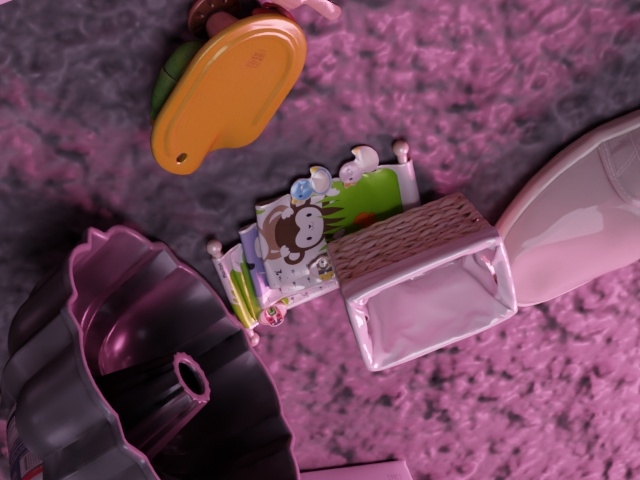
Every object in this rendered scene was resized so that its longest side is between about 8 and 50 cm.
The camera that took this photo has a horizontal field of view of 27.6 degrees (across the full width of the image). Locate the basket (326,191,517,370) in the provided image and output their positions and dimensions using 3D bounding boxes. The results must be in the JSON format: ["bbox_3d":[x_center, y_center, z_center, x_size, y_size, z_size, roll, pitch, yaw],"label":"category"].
[{"bbox_3d":[0.098,0.038,1.309,0.167,0.103,0.113,-22,129,-5],"label":"basket"}]

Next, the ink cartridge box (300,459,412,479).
[{"bbox_3d":[0.005,0.409,1.452,0.272,0.309,0.130,-3,127,-15],"label":"ink cartridge box"}]

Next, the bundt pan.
[{"bbox_3d":[-0.164,0.156,1.203,0.124,0.331,0.331,-34,129,18],"label":"bundt pan"}]

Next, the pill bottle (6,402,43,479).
[{"bbox_3d":[-0.256,0.204,1.294,0.108,0.180,0.108,-9,128,-11],"label":"pill bottle"}]

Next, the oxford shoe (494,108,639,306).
[{"bbox_3d":[0.375,-0.057,1.339,0.449,0.130,0.169,-28,131,6],"label":"oxford shoe"}]

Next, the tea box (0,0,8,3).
[{"bbox_3d":[-0.304,-0.336,0.751,0.220,0.323,0.329,-37,147,-50],"label":"tea box"}]

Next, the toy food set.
[{"bbox_3d":[-0.085,-0.160,1.156,0.128,0.071,0.218,5,130,-50],"label":"toy food set"}]

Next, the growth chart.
[{"bbox_3d":[0.000,0.000,1.327,0.237,0.021,0.172,-26,130,0],"label":"growth chart"}]
